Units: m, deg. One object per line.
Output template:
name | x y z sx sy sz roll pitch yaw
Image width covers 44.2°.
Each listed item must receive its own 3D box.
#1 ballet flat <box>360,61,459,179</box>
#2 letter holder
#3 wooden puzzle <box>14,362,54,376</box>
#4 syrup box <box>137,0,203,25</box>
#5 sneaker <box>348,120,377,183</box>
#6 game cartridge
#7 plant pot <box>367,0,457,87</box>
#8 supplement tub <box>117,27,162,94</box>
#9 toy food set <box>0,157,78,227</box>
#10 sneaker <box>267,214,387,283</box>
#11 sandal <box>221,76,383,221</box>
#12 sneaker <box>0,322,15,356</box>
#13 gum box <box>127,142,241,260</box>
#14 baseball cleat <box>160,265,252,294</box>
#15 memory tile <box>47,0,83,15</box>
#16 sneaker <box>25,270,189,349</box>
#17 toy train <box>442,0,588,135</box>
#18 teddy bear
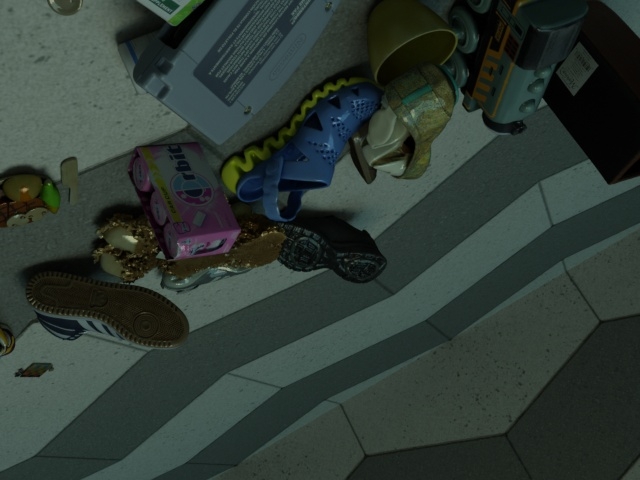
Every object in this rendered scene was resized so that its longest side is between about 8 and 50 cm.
ballet flat | 0.121 -0.166 1.242 0.123 0.123 0.348 -23 169 -10
letter holder | 0.547 -0.278 1.425 0.215 0.301 0.152 -14 152 -29
wooden puzzle | -0.602 0.275 1.670 0.049 0.006 0.083 -38 153 21
syrup box | -0.117 -0.354 0.844 0.237 0.096 0.093 -35 154 18
sneaker | 0.095 -0.167 1.460 0.071 0.066 0.188 -28 156 -2
game cartridge | -0.084 -0.270 0.986 0.297 0.062 0.198 -52 157 1
plant pot | 0.122 -0.305 1.173 0.134 0.095 0.134 -23 162 -8
supplement tub | -0.199 -0.237 1.016 0.107 0.071 0.071 -24 155 -8
toy food set | -0.446 -0.052 1.158 0.192 0.038 0.132 -17 153 -23
sneaker | 0.000 0.000 1.642 0.286 0.130 0.109 20 124 -30
sandal | -0.013 -0.142 1.317 0.317 0.138 0.126 -39 152 18
sneaker | -0.592 0.186 1.416 0.070 0.083 0.185 -23 155 -12
gum box | -0.209 -0.058 1.211 0.107 0.188 0.062 -10 150 -35
baseball cleat | -0.222 0.054 1.582 0.206 0.072 0.109 -11 164 -24
memory tile | -0.287 -0.304 0.798 0.148 0.012 0.113 31 121 -33
sneaker | -0.378 0.138 1.411 0.282 0.099 0.153 18 155 -10
toy train | 0.295 -0.308 1.242 0.142 0.190 0.334 -21 154 -14
teddy bear | -0.236 -0.010 1.404 0.338 0.113 0.245 -14 147 -11
